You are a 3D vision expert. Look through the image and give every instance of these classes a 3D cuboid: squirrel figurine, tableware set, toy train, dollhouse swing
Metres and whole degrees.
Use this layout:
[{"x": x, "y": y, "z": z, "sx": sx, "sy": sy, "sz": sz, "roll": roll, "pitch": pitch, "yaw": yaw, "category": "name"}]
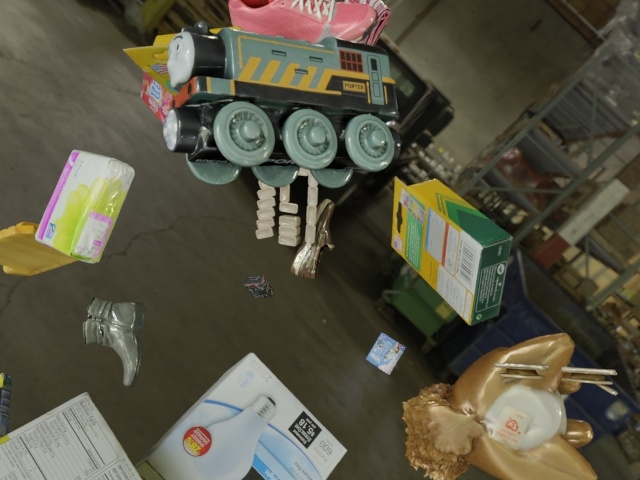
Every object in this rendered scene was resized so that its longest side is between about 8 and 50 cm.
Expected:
[{"x": 0.361, "y": 0.365, "z": 1.301, "sx": 0.370, "sy": 0.396, "sz": 0.281, "roll": 24, "pitch": 51, "yaw": -76, "category": "squirrel figurine"}, {"x": 0.399, "y": 0.234, "z": 1.035, "sx": 0.128, "sy": 0.194, "sz": 0.039, "roll": 23, "pitch": 68, "yaw": -62, "category": "tableware set"}, {"x": -0.041, "y": -0.172, "z": 0.785, "sx": 0.333, "sy": 0.142, "sz": 0.190, "roll": -1, "pitch": 82, "yaw": -31, "category": "toy train"}, {"x": -0.999, "y": -0.053, "z": 2.138, "sx": 0.305, "sy": 0.346, "sz": 0.315, "roll": 48, "pitch": 33, "yaw": -49, "category": "dollhouse swing"}]

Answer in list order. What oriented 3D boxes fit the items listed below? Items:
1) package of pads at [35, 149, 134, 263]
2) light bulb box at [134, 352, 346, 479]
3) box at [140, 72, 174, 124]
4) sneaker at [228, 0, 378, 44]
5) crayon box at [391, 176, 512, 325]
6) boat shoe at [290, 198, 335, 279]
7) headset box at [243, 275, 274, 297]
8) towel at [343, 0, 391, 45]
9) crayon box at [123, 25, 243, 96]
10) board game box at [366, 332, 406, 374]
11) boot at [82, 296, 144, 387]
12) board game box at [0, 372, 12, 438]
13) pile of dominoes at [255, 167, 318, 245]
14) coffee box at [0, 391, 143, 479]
[{"x": -0.661, "y": -0.100, "z": 1.704, "sx": 0.229, "sy": 0.297, "sz": 0.101, "roll": 16, "pitch": -7, "yaw": 39, "category": "package of pads"}, {"x": -0.200, "y": 0.545, "z": 1.502, "sx": 0.358, "sy": 0.225, "sz": 0.361, "roll": 45, "pitch": 55, "yaw": 1, "category": "light bulb box"}, {"x": -0.464, "y": -0.459, "z": 1.925, "sx": 0.128, "sy": 0.123, "sz": 0.257, "roll": -4, "pitch": 35, "yaw": -36, "category": "box"}, {"x": -0.043, "y": -0.456, "z": 1.229, "sx": 0.136, "sy": 0.313, "sz": 0.116, "roll": 71, "pitch": 23, "yaw": -56, "category": "sneaker"}, {"x": 0.275, "y": 0.005, "z": 1.335, "sx": 0.323, "sy": 0.083, "sz": 0.203, "roll": -130, "pitch": -149, "yaw": -48, "category": "crayon box"}, {"x": 0.001, "y": 0.001, "z": 1.892, "sx": 0.095, "sy": 0.258, "sz": 0.095, "roll": 23, "pitch": -1, "yaw": 11, "category": "boat shoe"}, {"x": -0.189, "y": 0.140, "z": 1.848, "sx": 0.083, "sy": 0.062, "sz": 0.032, "roll": 59, "pitch": 37, "yaw": -41, "category": "headset box"}, {"x": 0.084, "y": -0.578, "z": 1.680, "sx": 0.037, "sy": 0.237, "sz": 0.329, "roll": 18, "pitch": 30, "yaw": -24, "category": "towel"}, {"x": -0.175, "y": -0.288, "z": 1.121, "sx": 0.202, "sy": 0.081, "sz": 0.318, "roll": 7, "pitch": -17, "yaw": 32, "category": "crayon box"}, {"x": 0.183, "y": 0.316, "z": 1.703, "sx": 0.020, "sy": 0.090, "sz": 0.090, "roll": 34, "pitch": -6, "yaw": -40, "category": "board game box"}, {"x": -0.582, "y": 0.285, "z": 1.693, "sx": 0.161, "sy": 0.247, "sz": 0.083, "roll": 4, "pitch": -15, "yaw": -20, "category": "boot"}, {"x": -0.727, "y": 0.399, "z": 1.267, "sx": 0.060, "sy": 0.194, "sz": 0.194, "roll": 49, "pitch": 27, "yaw": -58, "category": "board game box"}, {"x": -0.097, "y": -0.111, "z": 1.842, "sx": 0.195, "sy": 0.251, "sz": 0.040, "roll": 9, "pitch": 16, "yaw": 18, "category": "pile of dominoes"}, {"x": -0.555, "y": 0.562, "z": 1.169, "sx": 0.338, "sy": 0.337, "sz": 0.334, "roll": 54, "pitch": 39, "yaw": 7, "category": "coffee box"}]
